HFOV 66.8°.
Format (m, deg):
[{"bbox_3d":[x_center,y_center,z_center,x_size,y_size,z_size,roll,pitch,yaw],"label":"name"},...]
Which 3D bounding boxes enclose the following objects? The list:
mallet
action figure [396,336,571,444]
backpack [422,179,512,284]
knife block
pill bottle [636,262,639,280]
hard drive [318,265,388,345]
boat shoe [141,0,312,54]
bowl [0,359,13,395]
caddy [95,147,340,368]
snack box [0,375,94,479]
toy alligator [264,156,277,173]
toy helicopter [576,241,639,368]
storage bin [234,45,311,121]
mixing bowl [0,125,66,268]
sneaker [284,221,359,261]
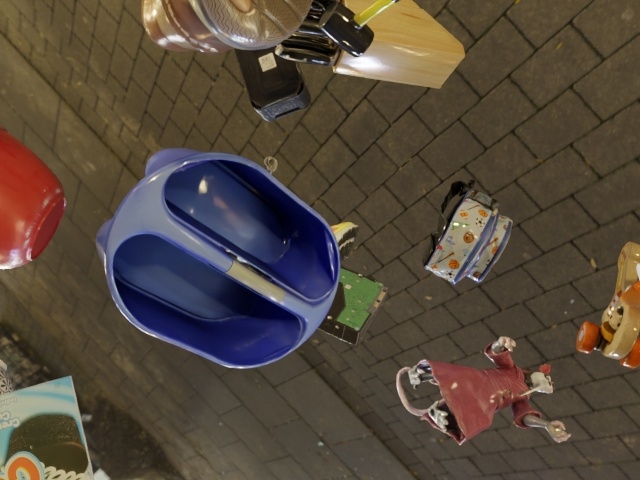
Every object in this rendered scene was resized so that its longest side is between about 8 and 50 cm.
[{"bbox_3d":[0.077,-0.245,0.505,0.062,0.039,0.190,32,159,-35],"label":"mallet"},{"bbox_3d":[0.418,0.384,1.199,0.275,0.370,0.248,126,137,-60],"label":"action figure"},{"bbox_3d":[0.405,0.003,1.370,0.213,0.263,0.276,28,121,21],"label":"backpack"},{"bbox_3d":[0.071,-0.327,0.814,0.276,0.242,0.088,43,151,2],"label":"knife block"},{"bbox_3d":[0.772,0.055,0.967,0.222,0.124,0.124,-21,109,19],"label":"pill bottle"},{"bbox_3d":[0.006,0.155,1.446,0.339,0.237,0.064,21,128,17],"label":"hard drive"},{"bbox_3d":[-0.048,-0.272,0.400,0.116,0.324,0.123,-3,139,36],"label":"boat shoe"},{"bbox_3d":[-0.591,0.236,0.820,0.170,0.080,0.170,8,137,7],"label":"bowl"},{"bbox_3d":[-0.121,0.027,0.646,0.341,0.241,0.179,37,175,-40],"label":"caddy"},{"bbox_3d":[-0.379,0.264,0.449,0.060,0.322,0.187,-22,81,32],"label":"snack box"},{"bbox_3d":[-0.108,-0.092,0.927,0.056,0.051,0.189,24,129,-1],"label":"toy alligator"},{"bbox_3d":[0.800,0.139,1.269,0.140,0.355,0.235,18,149,18],"label":"toy helicopter"},{"bbox_3d":[-0.105,-0.372,1.069,0.122,0.084,0.180,-19,84,8],"label":"storage bin"},{"bbox_3d":[-0.378,-0.034,0.586,0.098,0.181,0.181,26,140,-15],"label":"mixing bowl"},{"bbox_3d":[0.000,0.000,0.961,0.094,0.208,0.081,30,120,26],"label":"sneaker"}]
